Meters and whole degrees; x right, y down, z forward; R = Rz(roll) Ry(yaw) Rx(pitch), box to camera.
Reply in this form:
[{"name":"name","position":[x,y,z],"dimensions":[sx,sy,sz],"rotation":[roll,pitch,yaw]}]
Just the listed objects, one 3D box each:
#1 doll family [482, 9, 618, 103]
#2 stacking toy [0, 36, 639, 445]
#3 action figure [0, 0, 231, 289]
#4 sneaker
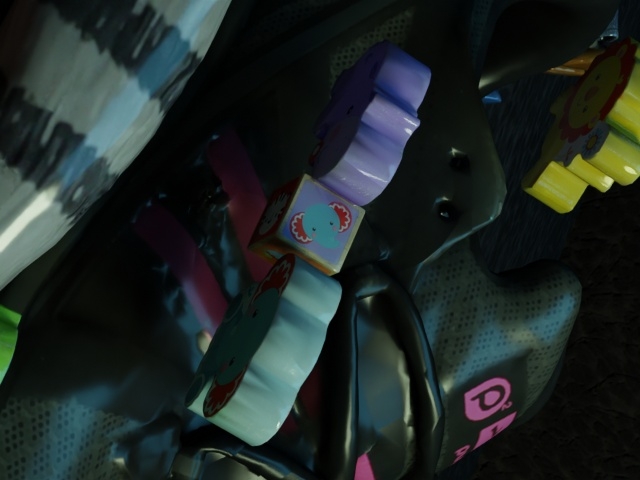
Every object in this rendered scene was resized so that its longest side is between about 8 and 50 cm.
[{"name":"doll family","position":[0.110,-0.167,0.892],"dimensions":[0.118,0.263,0.163],"rotation":[4,83,-44]},{"name":"stacking toy","position":[0.000,0.000,0.484],"dimensions":[0.052,0.167,0.221],"rotation":[-23,-140,62]},{"name":"action figure","position":[-0.114,0.017,0.276],"dimensions":[0.341,0.178,0.330],"rotation":[83,20,-71]},{"name":"sneaker","position":[-0.025,0.041,0.565],"dimensions":[0.185,0.202,0.483],"rotation":[113,2,-70]}]
